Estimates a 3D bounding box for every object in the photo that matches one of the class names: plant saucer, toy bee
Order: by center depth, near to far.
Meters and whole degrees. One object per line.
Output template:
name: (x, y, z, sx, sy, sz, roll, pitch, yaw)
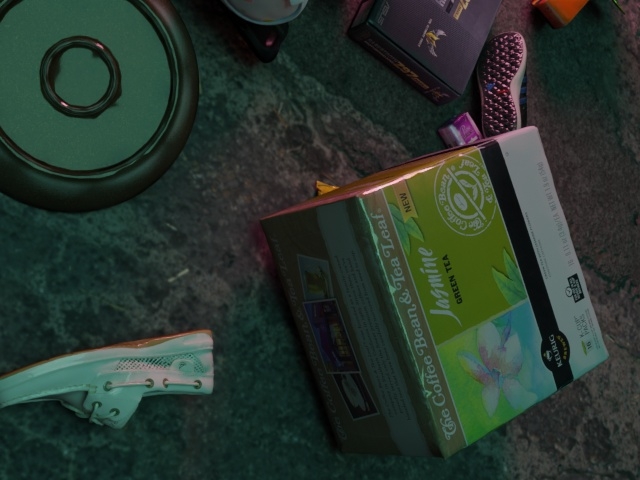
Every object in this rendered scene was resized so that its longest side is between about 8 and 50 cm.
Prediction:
plant saucer: (-0.281, -0.187, 1.318, 0.311, 0.050, 0.310, -1, 92, -24)
toy bee: (0.441, -0.446, 1.798, 0.298, 0.162, 0.195, -25, 105, -7)

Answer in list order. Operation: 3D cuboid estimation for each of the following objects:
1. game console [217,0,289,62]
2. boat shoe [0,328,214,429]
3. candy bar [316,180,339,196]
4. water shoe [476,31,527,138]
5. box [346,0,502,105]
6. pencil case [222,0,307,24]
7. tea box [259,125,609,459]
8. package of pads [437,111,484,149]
game console: (-0.154, -0.367, 1.403, 0.361, 0.044, 0.213, 53, 38, -29)
boat shoe: (-0.238, 0.167, 1.295, 0.277, 0.098, 0.096, -8, 86, -33)
candy bar: (0.000, 0.000, 1.514, 0.040, 0.018, 0.161, 18, 73, -28)
water shoe: (0.271, -0.213, 1.696, 0.080, 0.073, 0.203, 54, 40, -56)
box: (0.160, -0.339, 1.643, 0.183, 0.059, 0.232, 35, 66, -23)
pencil case: (-0.046, -0.393, 1.421, 0.124, 0.113, 0.273, 13, 55, 4)
tea box: (0.149, 0.064, 1.462, 0.324, 0.220, 0.329, -24, 97, -35)
package of pads: (0.212, -0.141, 1.658, 0.050, 0.032, 0.083, -40, 103, -33)
